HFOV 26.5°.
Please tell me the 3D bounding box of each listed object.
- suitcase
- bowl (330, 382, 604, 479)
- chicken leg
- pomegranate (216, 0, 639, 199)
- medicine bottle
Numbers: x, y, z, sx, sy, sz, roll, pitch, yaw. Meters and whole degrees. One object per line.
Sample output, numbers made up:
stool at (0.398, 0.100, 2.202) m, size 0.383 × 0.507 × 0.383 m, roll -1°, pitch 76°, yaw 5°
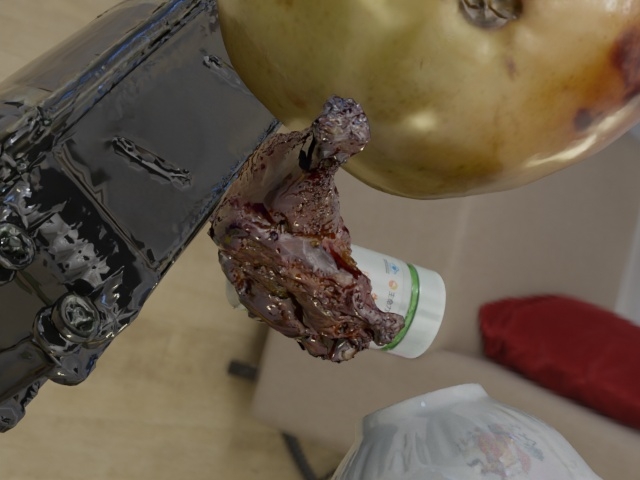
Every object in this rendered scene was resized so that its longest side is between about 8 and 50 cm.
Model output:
suitcase at (-0.198, -0.032, 1.051) m, size 0.194 × 0.283 × 0.434 m, roll 50°, pitch 34°, yaw -9°
bowl at (0.071, 0.139, 0.830) m, size 0.189 × 0.189 × 0.086 m, roll 2°, pitch 66°, yaw -51°
chicken leg at (-0.006, -0.001, 0.623) m, size 0.053 × 0.093 × 0.205 m, roll -55°, pitch 152°, yaw -21°
pomegranate at (0.075, -0.170, 0.807) m, size 0.319 × 0.319 × 0.319 m, roll -17°, pitch 113°, yaw -48°
medicine bottle at (0.013, 0.042, 1.213) m, size 0.183 × 0.086 × 0.086 m, roll 17°, pitch 86°, yaw -23°
